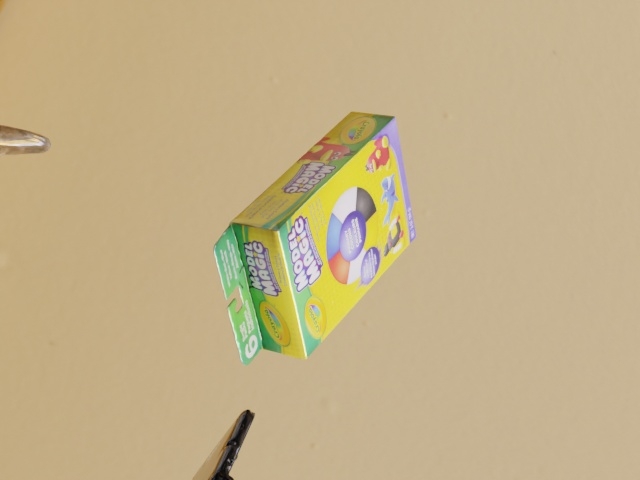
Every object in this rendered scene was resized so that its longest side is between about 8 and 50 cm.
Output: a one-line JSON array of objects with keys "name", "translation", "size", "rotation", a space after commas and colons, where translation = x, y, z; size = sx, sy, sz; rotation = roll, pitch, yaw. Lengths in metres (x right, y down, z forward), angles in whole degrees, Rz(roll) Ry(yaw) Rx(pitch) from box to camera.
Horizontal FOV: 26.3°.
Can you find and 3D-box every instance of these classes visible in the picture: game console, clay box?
[{"name": "game console", "translation": [-0.065, 0.208, 1.038], "size": [0.071, 0.122, 0.107], "rotation": [30, -134, -5]}, {"name": "clay box", "translation": [0.000, 0.000, 1.139], "size": [0.053, 0.127, 0.222], "rotation": [9, -143, 31]}]

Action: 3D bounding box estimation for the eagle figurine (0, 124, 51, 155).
[{"name": "eagle figurine", "translation": [-0.285, -0.165, 0.705], "size": [0.225, 0.226, 0.298], "rotation": [-30, -132, 10]}]
